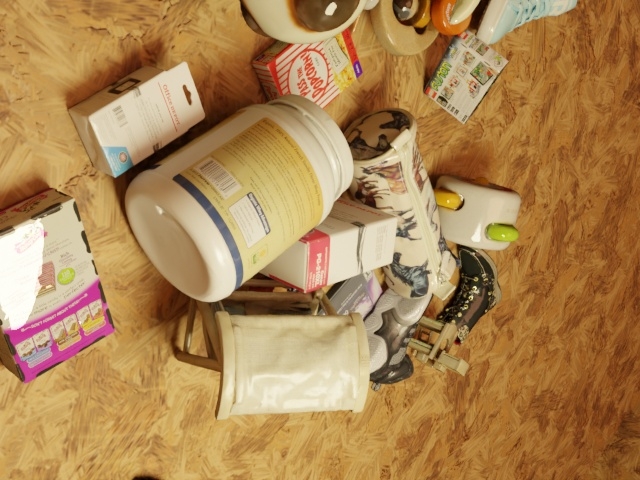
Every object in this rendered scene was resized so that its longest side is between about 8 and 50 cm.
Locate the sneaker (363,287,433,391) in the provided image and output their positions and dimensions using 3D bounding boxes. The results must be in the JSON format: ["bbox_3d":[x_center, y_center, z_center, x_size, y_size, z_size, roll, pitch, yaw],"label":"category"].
[{"bbox_3d":[0.170,0.205,1.817,0.268,0.101,0.153,-49,137,-13],"label":"sneaker"}]

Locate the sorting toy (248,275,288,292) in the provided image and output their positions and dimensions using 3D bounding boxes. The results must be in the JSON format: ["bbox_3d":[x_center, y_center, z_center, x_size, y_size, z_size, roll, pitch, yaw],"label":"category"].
[{"bbox_3d":[-0.085,0.085,1.552,0.102,0.061,0.042,-18,122,-16],"label":"sorting toy"}]

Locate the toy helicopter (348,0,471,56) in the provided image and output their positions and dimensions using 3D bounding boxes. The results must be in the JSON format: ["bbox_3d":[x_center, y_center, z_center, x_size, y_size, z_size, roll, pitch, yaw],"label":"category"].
[{"bbox_3d":[0.125,-0.509,1.510,0.235,0.140,0.355,-26,113,-28],"label":"toy helicopter"}]

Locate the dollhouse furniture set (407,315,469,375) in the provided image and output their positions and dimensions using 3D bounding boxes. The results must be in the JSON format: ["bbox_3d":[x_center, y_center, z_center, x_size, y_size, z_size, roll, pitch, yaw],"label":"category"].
[{"bbox_3d":[0.299,0.251,1.945,0.161,0.182,0.101,40,75,-47],"label":"dollhouse furniture set"}]

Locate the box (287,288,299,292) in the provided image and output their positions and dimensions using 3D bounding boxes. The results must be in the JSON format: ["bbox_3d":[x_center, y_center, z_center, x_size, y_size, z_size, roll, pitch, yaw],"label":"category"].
[{"bbox_3d":[-0.035,0.074,1.633,0.067,0.018,0.083,-14,116,-43],"label":"box"}]

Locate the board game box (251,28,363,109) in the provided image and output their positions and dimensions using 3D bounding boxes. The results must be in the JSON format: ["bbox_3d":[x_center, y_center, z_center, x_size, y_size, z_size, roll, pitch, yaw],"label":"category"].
[{"bbox_3d":[-0.019,-0.305,1.470,0.193,0.045,0.147,-46,134,-24],"label":"board game box"}]

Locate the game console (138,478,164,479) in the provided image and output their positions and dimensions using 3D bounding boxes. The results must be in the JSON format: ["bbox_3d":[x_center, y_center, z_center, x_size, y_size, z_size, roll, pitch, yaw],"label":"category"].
[{"bbox_3d":[-0.356,0.601,1.486,0.361,0.044,0.213,-54,137,-16],"label":"game console"}]

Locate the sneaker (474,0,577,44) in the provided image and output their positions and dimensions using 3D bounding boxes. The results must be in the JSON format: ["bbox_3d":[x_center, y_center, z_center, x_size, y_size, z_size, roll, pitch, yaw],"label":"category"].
[{"bbox_3d":[0.477,-0.537,1.806,0.366,0.150,0.135,-50,166,-20],"label":"sneaker"}]

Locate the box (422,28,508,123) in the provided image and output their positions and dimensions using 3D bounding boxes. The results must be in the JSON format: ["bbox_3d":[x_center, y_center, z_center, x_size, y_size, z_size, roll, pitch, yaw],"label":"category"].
[{"bbox_3d":[0.286,-0.325,1.663,0.036,0.114,0.207,-48,174,-22],"label":"box"}]

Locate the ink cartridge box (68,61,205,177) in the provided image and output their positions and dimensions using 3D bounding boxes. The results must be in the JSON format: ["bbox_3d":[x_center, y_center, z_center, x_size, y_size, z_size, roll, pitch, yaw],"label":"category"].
[{"bbox_3d":[-0.268,-0.187,1.237,0.180,0.060,0.104,-39,130,-30],"label":"ink cartridge box"}]

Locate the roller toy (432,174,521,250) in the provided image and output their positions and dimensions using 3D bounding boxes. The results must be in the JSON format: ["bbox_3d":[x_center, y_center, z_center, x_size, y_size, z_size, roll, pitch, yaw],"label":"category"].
[{"bbox_3d":[0.339,-0.071,1.851,0.191,0.209,0.146,-46,149,-78],"label":"roller toy"}]

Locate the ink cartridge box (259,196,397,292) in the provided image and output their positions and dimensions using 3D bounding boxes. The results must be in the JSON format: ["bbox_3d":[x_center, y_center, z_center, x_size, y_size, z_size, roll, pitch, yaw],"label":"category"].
[{"bbox_3d":[0.000,0.000,1.522,0.237,0.172,0.100,-16,118,-43],"label":"ink cartridge box"}]

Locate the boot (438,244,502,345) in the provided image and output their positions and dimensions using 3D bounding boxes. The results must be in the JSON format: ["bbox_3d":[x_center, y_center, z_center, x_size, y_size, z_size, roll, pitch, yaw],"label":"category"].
[{"bbox_3d":[0.354,0.133,2.031,0.178,0.085,0.236,-48,135,-20],"label":"boot"}]

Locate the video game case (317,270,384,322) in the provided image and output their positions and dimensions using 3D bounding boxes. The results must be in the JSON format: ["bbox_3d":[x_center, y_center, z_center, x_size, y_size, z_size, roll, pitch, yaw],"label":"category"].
[{"bbox_3d":[0.077,0.191,1.800,0.196,0.026,0.274,-48,134,-23],"label":"video game case"}]

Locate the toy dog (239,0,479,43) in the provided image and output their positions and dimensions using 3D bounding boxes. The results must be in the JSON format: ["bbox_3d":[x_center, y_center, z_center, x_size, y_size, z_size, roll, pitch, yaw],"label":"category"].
[{"bbox_3d":[0.045,-0.448,1.203,0.408,0.284,0.395,-40,128,-21],"label":"toy dog"}]

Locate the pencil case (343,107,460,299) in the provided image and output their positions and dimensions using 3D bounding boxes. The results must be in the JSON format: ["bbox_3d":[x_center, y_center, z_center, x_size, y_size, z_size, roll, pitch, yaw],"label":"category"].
[{"bbox_3d":[0.162,-0.067,1.664,0.160,0.183,0.410,-45,133,-25],"label":"pencil case"}]

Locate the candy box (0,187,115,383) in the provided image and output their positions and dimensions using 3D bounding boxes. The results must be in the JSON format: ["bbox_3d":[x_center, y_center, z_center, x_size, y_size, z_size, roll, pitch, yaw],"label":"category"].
[{"bbox_3d":[-0.403,0.063,1.188,0.159,0.071,0.233,-31,128,-35],"label":"candy box"}]

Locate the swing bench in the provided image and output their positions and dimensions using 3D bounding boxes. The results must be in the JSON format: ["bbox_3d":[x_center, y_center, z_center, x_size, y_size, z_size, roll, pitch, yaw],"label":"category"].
[{"bbox_3d":[-0.080,0.170,1.392,0.253,0.254,0.165,3,104,-27],"label":"swing bench"}]

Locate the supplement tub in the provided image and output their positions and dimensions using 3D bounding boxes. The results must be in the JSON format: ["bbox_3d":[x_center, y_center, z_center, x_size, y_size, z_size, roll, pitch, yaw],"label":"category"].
[{"bbox_3d":[-0.121,-0.075,1.316,0.316,0.228,0.228,-38,131,-30],"label":"supplement tub"}]
